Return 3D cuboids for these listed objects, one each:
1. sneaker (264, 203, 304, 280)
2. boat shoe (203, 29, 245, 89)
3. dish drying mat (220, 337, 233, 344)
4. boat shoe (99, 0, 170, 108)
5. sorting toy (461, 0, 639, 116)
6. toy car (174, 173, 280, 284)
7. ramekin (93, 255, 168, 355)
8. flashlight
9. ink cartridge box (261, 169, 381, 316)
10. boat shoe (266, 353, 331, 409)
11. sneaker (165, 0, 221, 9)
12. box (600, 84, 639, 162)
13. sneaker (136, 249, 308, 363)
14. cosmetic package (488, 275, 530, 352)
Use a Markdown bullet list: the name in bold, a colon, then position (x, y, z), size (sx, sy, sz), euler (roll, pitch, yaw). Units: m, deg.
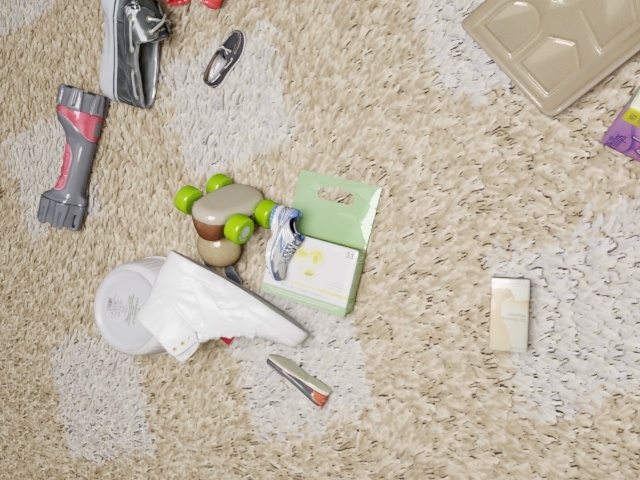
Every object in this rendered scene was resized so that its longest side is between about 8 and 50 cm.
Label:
- **sneaker**: position (-0.060, 0.005, 0.867), size (0.058, 0.052, 0.135), euler (4, 90, 18)
- **boat shoe**: position (-0.191, -0.360, 0.981), size (0.046, 0.038, 0.125), euler (39, 103, 17)
- **dish drying mat**: position (-0.171, 0.167, 0.988), size (0.032, 0.008, 0.083), euler (39, 102, 16)
- **boat shoe**: position (-0.352, -0.424, 0.985), size (0.119, 0.121, 0.335), euler (22, 126, 3)
- **sorting toy**: position (0.405, -0.364, 0.753), size (0.307, 0.041, 0.229), euler (-40, 72, 16)
- **toy car**: position (-0.179, -0.005, 0.950), size (0.155, 0.149, 0.188), euler (29, 128, 25)
- **ramekin**: position (-0.354, 0.135, 1.006), size (0.207, 0.109, 0.206), euler (0, 90, 21)
- **flashlight**: position (-0.551, -0.182, 1.091), size (0.103, 0.103, 0.303), euler (28, 102, 46)
- **ink cartridge box**: position (0.000, 0.000, 0.899), size (0.171, 0.056, 0.234), euler (15, 97, 21)
- **boat shoe**: position (-0.047, 0.259, 0.920), size (0.137, 0.049, 0.043), euler (30, 103, 14)
- **sneaker**: position (-0.303, -0.538, 0.995), size (0.279, 0.107, 0.118), euler (29, 111, 22)
- **box**: position (0.509, -0.133, 0.613), size (0.243, 0.214, 0.117), euler (35, 102, 17)
- **sneaker**: position (-0.182, 0.158, 0.901), size (0.293, 0.108, 0.169), euler (28, 84, 3)
- **cosmetic package**: position (0.298, 0.115, 0.787), size (0.060, 0.041, 0.114), euler (1, 90, 21)
